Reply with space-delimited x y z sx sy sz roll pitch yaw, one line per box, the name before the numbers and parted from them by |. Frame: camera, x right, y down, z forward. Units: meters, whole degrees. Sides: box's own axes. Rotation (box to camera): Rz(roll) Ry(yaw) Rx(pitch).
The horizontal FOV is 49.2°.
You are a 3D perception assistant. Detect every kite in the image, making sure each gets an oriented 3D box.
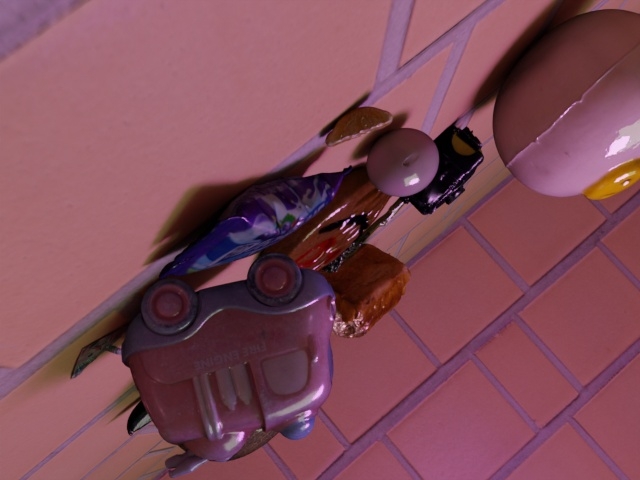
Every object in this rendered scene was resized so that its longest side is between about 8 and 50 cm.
kite | -0.286 0.145 0.950 0.137 0.005 0.152 -41 171 1

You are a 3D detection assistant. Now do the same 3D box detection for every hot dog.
hot dog | 0.045 -0.146 0.865 0.090 0.034 0.030 -21 179 -5

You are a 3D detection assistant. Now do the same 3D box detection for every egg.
egg | 0.128 -0.120 1.071 0.135 0.103 0.103 -31 166 -49

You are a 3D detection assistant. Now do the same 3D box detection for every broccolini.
broccolini | 0.102 -0.034 1.507 0.271 0.062 0.123 -42 178 -15

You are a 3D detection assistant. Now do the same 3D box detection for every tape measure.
tape measure | 0.255 -0.138 1.462 0.199 0.112 0.186 -40 172 3

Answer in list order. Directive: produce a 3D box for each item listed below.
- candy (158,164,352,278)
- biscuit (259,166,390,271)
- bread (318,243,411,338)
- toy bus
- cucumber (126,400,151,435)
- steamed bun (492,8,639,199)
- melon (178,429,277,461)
candy | -0.072 -0.026 0.855 0.145 0.070 0.275 -38 176 36
biscuit | 0.001 0.001 1.246 0.314 0.063 0.367 -42 171 0
bread | 0.080 0.128 1.707 0.344 0.195 0.149 -25 141 -56
toy bus | -0.107 0.166 0.932 0.293 0.232 0.197 -13 163 -12
cucumber | -0.288 0.292 1.437 0.284 0.056 0.056 -39 170 -28
steamed bun | 0.494 -0.250 1.311 0.333 0.334 0.374 -36 174 -27
melon | -0.155 0.272 1.307 0.301 0.237 0.237 -45 169 15
